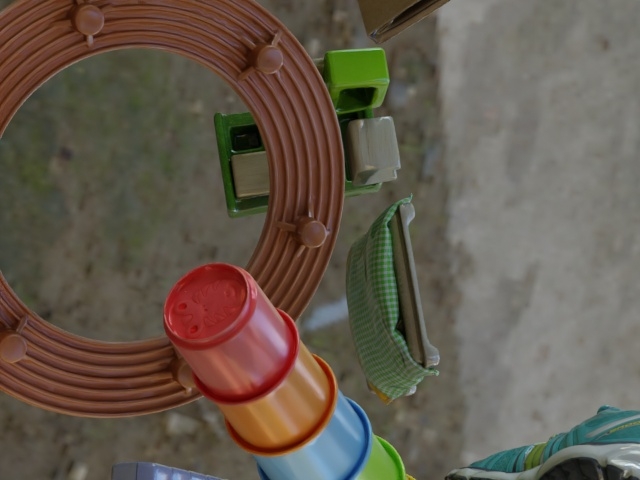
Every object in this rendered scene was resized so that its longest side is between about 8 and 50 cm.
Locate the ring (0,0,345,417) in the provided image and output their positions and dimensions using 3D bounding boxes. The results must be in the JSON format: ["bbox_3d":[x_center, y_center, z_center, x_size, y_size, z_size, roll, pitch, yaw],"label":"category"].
[{"bbox_3d":[-0.133,-0.029,1.420,0.337,0.032,0.336,-6,106,-23],"label":"ring"}]

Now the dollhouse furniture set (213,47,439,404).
[{"bbox_3d":[0.000,0.000,1.795,0.151,0.197,0.301,-8,78,-6],"label":"dollhouse furniture set"}]

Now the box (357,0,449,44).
[{"bbox_3d":[0.077,-0.252,1.331,0.021,0.164,0.201,26,41,-46],"label":"box"}]

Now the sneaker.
[{"bbox_3d":[0.187,0.175,1.398,0.110,0.275,0.107,-39,97,-30],"label":"sneaker"}]

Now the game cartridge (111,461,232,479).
[{"bbox_3d":[-0.127,0.384,1.757,0.230,0.068,0.355,34,57,-69],"label":"game cartridge"}]

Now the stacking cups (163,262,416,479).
[{"bbox_3d":[-0.009,0.120,1.316,0.096,0.096,0.316,-56,144,-22],"label":"stacking cups"}]
